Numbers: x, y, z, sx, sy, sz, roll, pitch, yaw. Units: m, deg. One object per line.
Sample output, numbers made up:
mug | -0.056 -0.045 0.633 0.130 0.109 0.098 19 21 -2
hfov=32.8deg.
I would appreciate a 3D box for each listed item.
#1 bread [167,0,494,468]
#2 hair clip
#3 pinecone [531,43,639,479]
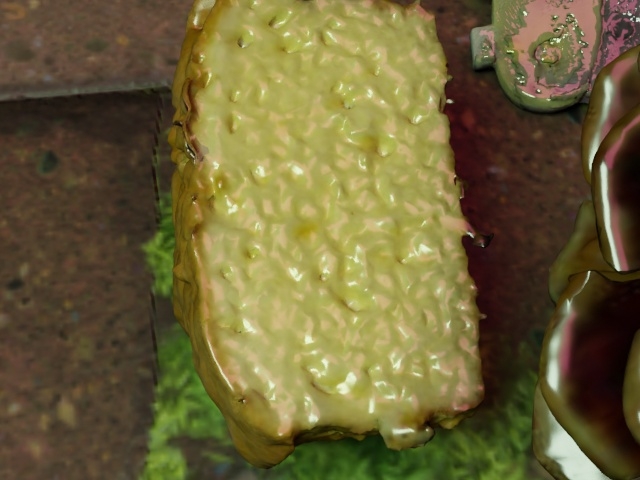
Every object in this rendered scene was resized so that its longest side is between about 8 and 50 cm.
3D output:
bread | 0.000 0.000 0.520 0.143 0.139 0.229 0 65 -6
hair clip | 0.167 -0.157 0.676 0.146 0.056 0.187 2 68 9
pinecone | 0.233 0.025 0.372 0.384 0.384 0.384 3 58 -5
